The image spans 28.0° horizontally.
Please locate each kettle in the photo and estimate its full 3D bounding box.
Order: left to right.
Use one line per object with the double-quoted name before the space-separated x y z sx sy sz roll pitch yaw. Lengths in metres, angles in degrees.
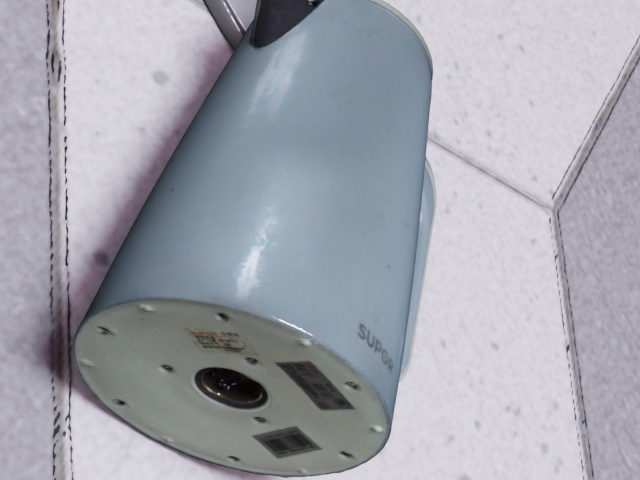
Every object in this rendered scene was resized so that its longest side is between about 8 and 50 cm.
"kettle" 0.000 0.000 0.702 0.210 0.160 0.243 49 44 -35

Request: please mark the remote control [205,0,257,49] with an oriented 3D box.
"remote control" -0.071 -0.218 0.793 0.077 0.022 0.245 -32 93 -37
